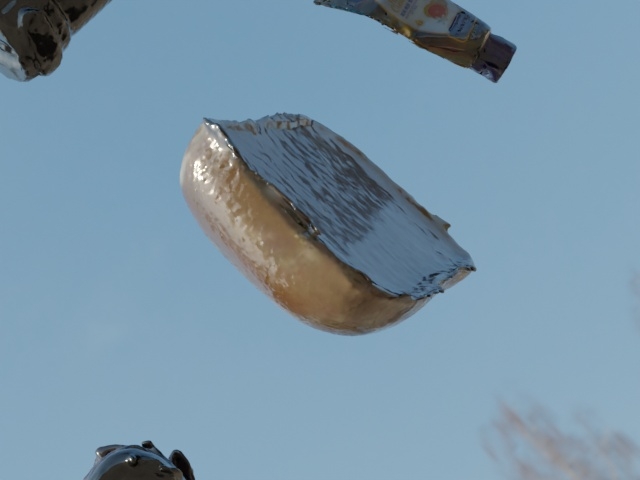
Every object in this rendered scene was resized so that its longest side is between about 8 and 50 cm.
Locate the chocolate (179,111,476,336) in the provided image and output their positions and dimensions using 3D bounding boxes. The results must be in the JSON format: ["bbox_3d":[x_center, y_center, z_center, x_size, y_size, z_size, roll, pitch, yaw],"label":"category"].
[{"bbox_3d":[-0.001,0.001,1.010,0.083,0.161,0.261,-49,-11,14],"label":"chocolate"}]

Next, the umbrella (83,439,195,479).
[{"bbox_3d":[-0.115,0.176,1.059,0.326,0.094,0.090,122,164,-75],"label":"umbrella"}]

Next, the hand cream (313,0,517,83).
[{"bbox_3d":[0.079,-0.177,1.344,0.062,0.163,0.039,-61,-5,-34],"label":"hand cream"}]

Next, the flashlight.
[{"bbox_3d":[-0.131,-0.194,1.046,0.232,0.093,0.093,-46,-29,-23],"label":"flashlight"}]
